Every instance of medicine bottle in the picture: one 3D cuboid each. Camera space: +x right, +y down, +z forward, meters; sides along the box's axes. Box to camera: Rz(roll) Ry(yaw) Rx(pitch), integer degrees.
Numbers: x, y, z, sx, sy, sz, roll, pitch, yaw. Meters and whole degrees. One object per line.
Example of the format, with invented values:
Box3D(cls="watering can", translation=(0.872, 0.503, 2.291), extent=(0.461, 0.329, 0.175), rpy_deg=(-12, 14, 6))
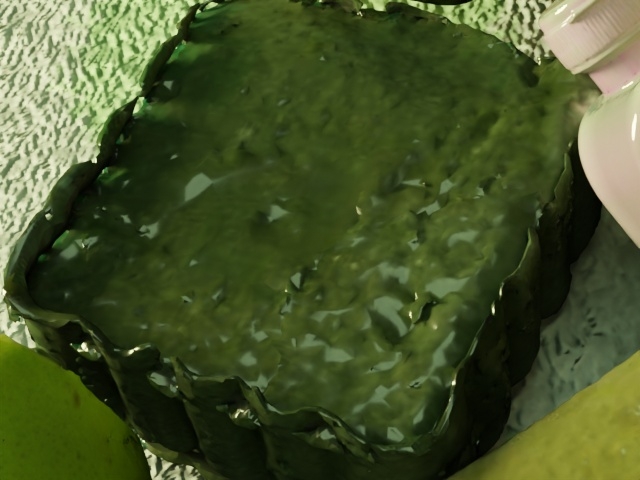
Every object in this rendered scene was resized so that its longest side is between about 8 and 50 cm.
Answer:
Box3D(cls="medicine bottle", translation=(0.190, -0.034, 0.792), extent=(0.115, 0.078, 0.219), rpy_deg=(-42, 95, -26))

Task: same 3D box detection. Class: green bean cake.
Box3D(cls="green bean cake", translation=(0.000, 0.000, 0.860), extent=(0.241, 0.132, 0.255), rpy_deg=(15, 59, 21))

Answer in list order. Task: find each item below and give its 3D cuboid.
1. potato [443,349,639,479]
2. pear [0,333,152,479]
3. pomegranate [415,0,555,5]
Box3D(cls="potato", translation=(0.076, 0.177, 0.733), extent=(0.255, 0.112, 0.269), rpy_deg=(-11, 49, 17))
Box3D(cls="pear", translation=(-0.173, 0.154, 0.777), extent=(0.187, 0.187, 0.220), rpy_deg=(20, 74, 27))
Box3D(cls="pomegranate", translation=(0.093, -0.257, 0.910), extent=(0.358, 0.216, 0.310), rpy_deg=(37, 28, 3))
